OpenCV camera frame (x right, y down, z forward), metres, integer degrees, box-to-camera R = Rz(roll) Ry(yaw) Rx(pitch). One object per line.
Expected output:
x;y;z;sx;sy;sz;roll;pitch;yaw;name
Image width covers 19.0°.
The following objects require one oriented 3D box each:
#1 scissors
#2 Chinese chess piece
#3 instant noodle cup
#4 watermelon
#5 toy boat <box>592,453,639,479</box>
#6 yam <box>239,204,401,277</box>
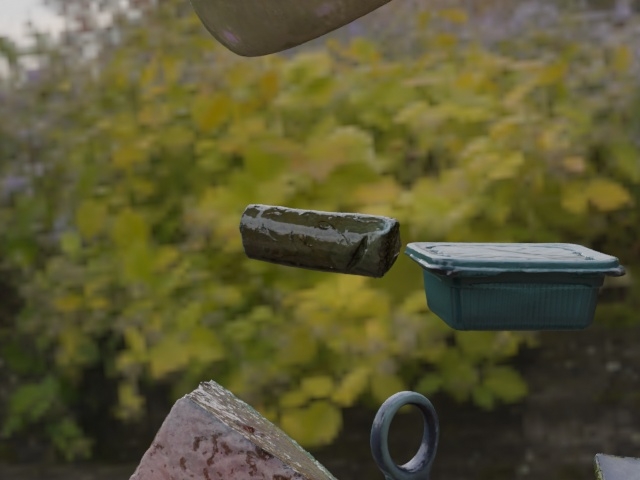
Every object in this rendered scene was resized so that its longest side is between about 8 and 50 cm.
0.131;0.339;2.128;0.029;0.256;0.383;24;-9;45;scissors
0.011;-0.256;1.611;0.273;0.102;0.273;-27;16;9;Chinese chess piece
0.173;0.041;1.747;0.179;0.070;0.157;0;7;-9;instant noodle cup
-0.096;0.218;1.462;0.256;0.260;0.176;10;-30;50;watermelon
0.281;0.238;1.698;0.063;0.016;0.115;8;38;-14;toy boat
0.000;0.000;1.628;0.132;0.054;0.054;7;6;15;yam
